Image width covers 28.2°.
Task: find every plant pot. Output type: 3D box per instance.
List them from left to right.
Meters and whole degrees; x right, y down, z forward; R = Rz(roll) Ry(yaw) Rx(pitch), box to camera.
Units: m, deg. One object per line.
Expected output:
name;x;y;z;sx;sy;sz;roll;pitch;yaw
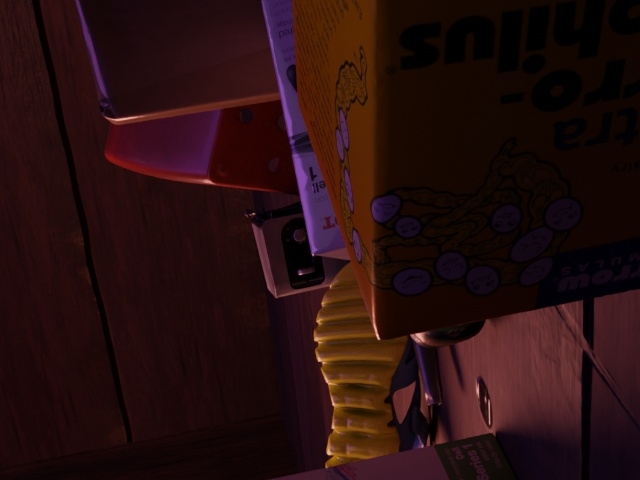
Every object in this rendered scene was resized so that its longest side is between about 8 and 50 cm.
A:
plant pot;-0.093;-0.182;1.654;0.236;0.267;0.267;35;115;55

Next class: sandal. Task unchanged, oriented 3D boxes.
sandal;0.073;0.162;1.555;0.138;0.126;0.317;-17;-67;-58

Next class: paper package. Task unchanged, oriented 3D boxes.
paper package;-0.070;-0.219;1.262;0.309;0.325;0.168;-152;51;-80

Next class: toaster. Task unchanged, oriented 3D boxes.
toaster;0.000;0.000;1.651;0.186;0.168;0.110;-154;53;-80

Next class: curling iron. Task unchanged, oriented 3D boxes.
curling iron;0.106;0.054;1.436;0.068;0.035;0.274;85;172;-65

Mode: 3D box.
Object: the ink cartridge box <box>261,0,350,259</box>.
ink cartridge box;0.058;-0.105;1.015;0.093;0.160;0.219;4;-107;-63

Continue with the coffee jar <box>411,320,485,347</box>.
coffee jar;0.118;0.034;1.136;0.184;0.079;0.096;105;151;-72

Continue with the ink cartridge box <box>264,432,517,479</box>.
ink cartridge box;0.054;0.321;1.243;0.117;0.278;0.201;-112;14;-56

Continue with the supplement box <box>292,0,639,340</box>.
supplement box;0.094;-0.150;0.608;0.356;0.194;0.195;87;170;-46
